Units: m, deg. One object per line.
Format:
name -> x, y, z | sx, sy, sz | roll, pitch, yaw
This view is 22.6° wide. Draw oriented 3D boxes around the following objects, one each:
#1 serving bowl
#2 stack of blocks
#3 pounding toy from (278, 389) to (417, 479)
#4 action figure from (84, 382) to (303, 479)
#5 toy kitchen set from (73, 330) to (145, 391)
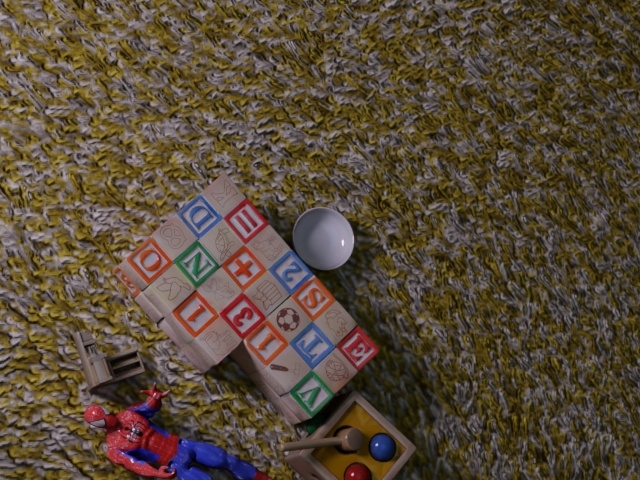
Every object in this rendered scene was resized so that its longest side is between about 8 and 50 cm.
serving bowl -> 0.000, 0.000, 2.071 | 0.083, 0.027, 0.083 | 4, 77, -18
stack of blocks -> -0.092, 0.088, 1.988 | 0.171, 0.087, 0.297 | -43, 94, -22
pounding toy -> 0.025, 0.259, 1.982 | 0.141, 0.100, 0.130 | 43, 68, -5
action figure -> -0.149, 0.258, 1.910 | 0.280, 0.139, 0.091 | 26, 70, -9
toy kitchen set -> -0.251, 0.134, 1.927 | 0.075, 0.083, 0.068 | -18, 85, -21
